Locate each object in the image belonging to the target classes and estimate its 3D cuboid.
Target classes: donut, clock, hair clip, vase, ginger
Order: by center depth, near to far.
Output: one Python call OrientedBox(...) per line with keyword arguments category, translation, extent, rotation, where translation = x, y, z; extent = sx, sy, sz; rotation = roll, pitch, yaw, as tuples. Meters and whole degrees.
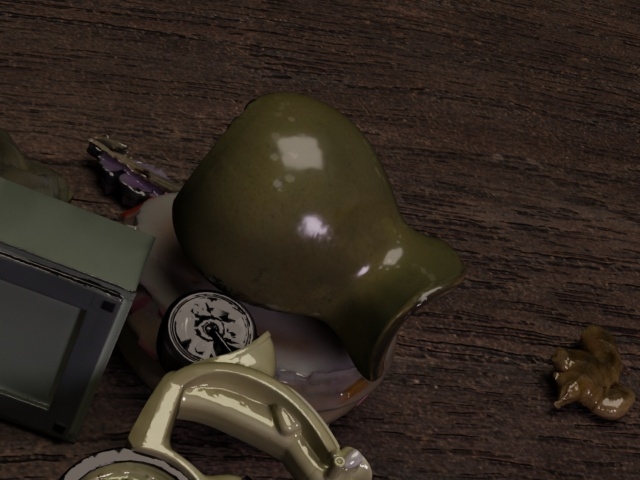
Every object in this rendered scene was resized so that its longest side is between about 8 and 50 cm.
OrientedBox(category="clock", translation=(-0.109, 0.244, 1.403), extent=(0.276, 0.120, 0.379), rotation=(31, 57, 4))
OrientedBox(category="vase", translation=(0.003, -0.012, 1.615), extent=(0.302, 0.241, 0.329), rotation=(39, 7, 0))
OrientedBox(category="donut", translation=(-0.094, 0.089, 1.704), extent=(0.382, 0.142, 0.382), rotation=(18, 32, -12))
OrientedBox(category="hair clip", translation=(-0.207, -0.062, 1.916), extent=(0.292, 0.084, 0.106), rotation=(30, 34, 18))
OrientedBox(category="ginger", translation=(0.379, 0.178, 1.985), extent=(0.133, 0.059, 0.214), rotation=(24, 33, -11))

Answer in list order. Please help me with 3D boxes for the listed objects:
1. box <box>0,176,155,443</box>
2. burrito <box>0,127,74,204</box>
OrientedBox(category="box", translation=(-0.323, 0.071, 1.492), extent=(0.225, 0.225, 0.117), rotation=(21, 32, -7))
OrientedBox(category="burrito", translation=(-0.411, -0.048, 1.701), extent=(0.190, 0.135, 0.332), rotation=(16, 29, -1))
